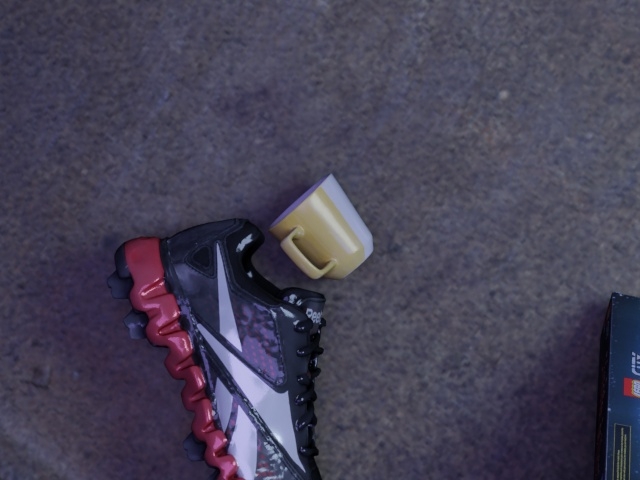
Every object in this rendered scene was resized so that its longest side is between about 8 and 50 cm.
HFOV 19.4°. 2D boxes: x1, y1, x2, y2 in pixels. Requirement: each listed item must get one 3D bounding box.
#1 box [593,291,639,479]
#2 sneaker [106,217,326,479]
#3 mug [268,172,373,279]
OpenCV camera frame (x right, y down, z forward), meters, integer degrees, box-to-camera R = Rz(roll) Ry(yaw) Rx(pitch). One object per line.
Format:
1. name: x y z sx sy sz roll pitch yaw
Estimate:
1. box: 0.269 0.129 1.272 0.159 0.233 0.044 11 123 4
2. sneaker: -0.041 0.105 1.347 0.135 0.097 0.276 -26 86 4
3. mug: 0.000 -0.001 1.366 0.064 0.062 0.078 48 64 -6
